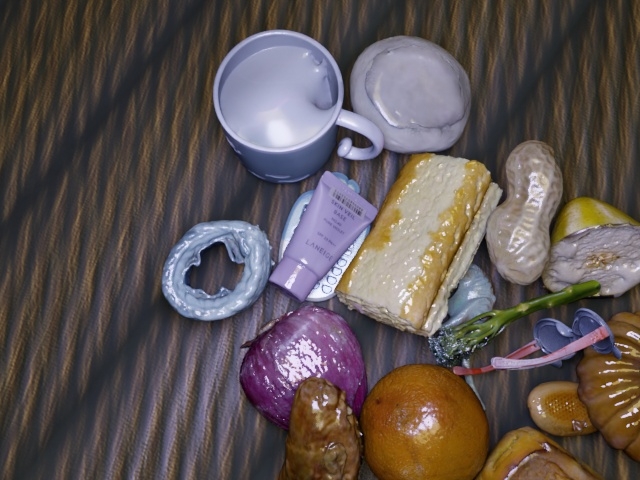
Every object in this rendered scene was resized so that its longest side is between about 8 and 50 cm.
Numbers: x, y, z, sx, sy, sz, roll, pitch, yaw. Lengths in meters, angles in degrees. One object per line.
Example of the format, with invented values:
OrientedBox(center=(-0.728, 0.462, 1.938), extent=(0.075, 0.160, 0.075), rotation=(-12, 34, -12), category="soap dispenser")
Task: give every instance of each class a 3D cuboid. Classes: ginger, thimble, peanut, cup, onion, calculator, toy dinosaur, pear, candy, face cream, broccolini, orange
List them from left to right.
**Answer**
OrientedBox(center=(-0.214, 0.063, 1.280), extent=(0.250, 0.172, 0.205), rotation=(-40, 85, -5), category="thimble")
OrientedBox(center=(-0.036, -0.251, 1.291), extent=(0.357, 0.274, 0.259), rotation=(19, 79, 3), category="cup")
OrientedBox(center=(-0.009, 0.304, 1.233), extent=(0.267, 0.159, 0.348), rotation=(-38, 80, -5), category="onion")
OrientedBox(center=(0.000, 0.000, 1.292), extent=(0.154, 0.096, 0.273), rotation=(36, 77, -11), category="face cream")
OrientedBox(center=(0.008, 0.404, 1.117), extent=(0.165, 0.321, 0.172), rotation=(-15, 41, -33), category="ginger")
OrientedBox(center=(0.011, -0.009, 1.357), extent=(0.188, 0.042, 0.302), rotation=(19, 79, 5), category="calculator")
OrientedBox(center=(0.201, -0.326, 1.354), extent=(0.296, 0.185, 0.295), rotation=(2, 80, -12), category="candy")
OrientedBox(center=(0.203, 0.376, 1.169), extent=(0.264, 0.264, 0.264), rotation=(0, 78, 0), category="orange")
OrientedBox(center=(0.301, 0.169, 1.299), extent=(0.206, 0.092, 0.392), rotation=(-14, 70, -9), category="toy dinosaur")
OrientedBox(center=(0.400, 0.169, 1.209), extent=(0.392, 0.074, 0.078), rotation=(-15, 58, -14), category="broccolini")
OrientedBox(center=(0.414, -0.059, 1.213), extent=(0.136, 0.120, 0.298), rotation=(15, 85, -9), category="peanut")
OrientedBox(center=(0.589, -0.003, 1.289), extent=(0.267, 0.266, 0.178), rotation=(6, 49, 1), category="pear")

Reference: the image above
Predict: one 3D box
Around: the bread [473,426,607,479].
OrientedBox(center=(0.418, 0.564, 1.166), extent=(0.337, 0.148, 0.328), rotation=(35, 83, -11), category="bread")

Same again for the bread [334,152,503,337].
OrientedBox(center=(0.202, 0.004, 1.271), extent=(0.237, 0.165, 0.375), rotation=(14, 71, 44), category="bread")

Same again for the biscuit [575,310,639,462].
OrientedBox(center=(0.696, 0.300, 1.234), extent=(0.326, 0.107, 0.325), rotation=(3, 70, -9), category="biscuit")

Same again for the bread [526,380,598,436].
OrientedBox(center=(0.522, 0.357, 1.263), extent=(0.190, 0.077, 0.114), rotation=(5, 59, -12), category="bread")

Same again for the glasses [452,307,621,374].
OrientedBox(center=(0.423, 0.240, 1.187), extent=(0.269, 0.234, 0.118), rotation=(-22, 82, -19), category="glasses")
